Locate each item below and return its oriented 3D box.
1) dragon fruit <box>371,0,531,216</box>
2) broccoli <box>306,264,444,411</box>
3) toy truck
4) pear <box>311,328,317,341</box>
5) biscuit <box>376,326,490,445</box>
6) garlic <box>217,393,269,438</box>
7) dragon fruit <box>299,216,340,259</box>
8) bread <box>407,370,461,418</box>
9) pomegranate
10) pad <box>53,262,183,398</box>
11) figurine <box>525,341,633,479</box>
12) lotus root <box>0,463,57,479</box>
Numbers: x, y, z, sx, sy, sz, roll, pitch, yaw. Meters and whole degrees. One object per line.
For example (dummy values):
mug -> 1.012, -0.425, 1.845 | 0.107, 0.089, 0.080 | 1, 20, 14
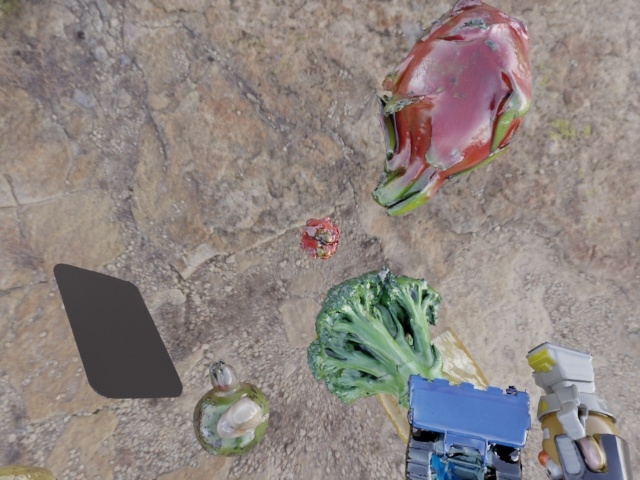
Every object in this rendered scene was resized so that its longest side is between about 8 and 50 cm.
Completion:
dragon fruit -> 0.148, -0.174, 0.555 | 0.269, 0.198, 0.200 | -39, 59, 29
broccoli -> 0.106, 0.197, 0.730 | 0.254, 0.269, 0.269 | -10, 76, -25
toy truck -> 0.152, 0.222, 0.448 | 0.113, 0.126, 0.208 | 4, 107, 19
pear -> 0.057, 0.253, 1.164 | 0.177, 0.178, 0.178 | 0, 77, -1
biscuit -> 0.405, 0.531, 1.397 | 0.429, 0.104, 0.446 | -10, 58, -33
garlic -> -0.220, 0.485, 1.176 | 0.124, 0.174, 0.099 | -20, 66, -42
dragon fruit -> 0.000, 0.000, 1.363 | 0.133, 0.208, 0.150 | -38, 109, 12
bread -> 0.291, 0.393, 1.084 | 0.156, 0.086, 0.125 | -26, 51, 24
pomegranate -> -0.328, 0.585, 1.514 | 0.284, 0.285, 0.341 | -10, 98, -3
pad -> -0.333, 0.147, 0.702 | 0.004, 0.181, 0.267 | -44, 59, 8
figurine -> 0.463, 0.347, 0.766 | 0.143, 0.308, 0.309 | -31, 75, 34
lotus root -> -0.760, 0.615, 1.031 | 0.220, 0.125, 0.118 | 22, 84, -40
